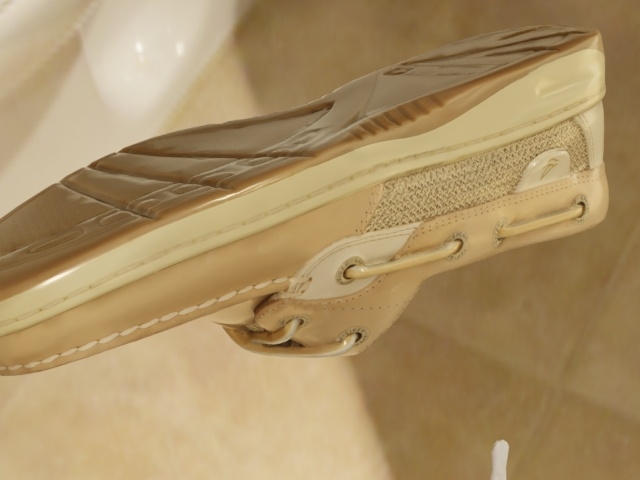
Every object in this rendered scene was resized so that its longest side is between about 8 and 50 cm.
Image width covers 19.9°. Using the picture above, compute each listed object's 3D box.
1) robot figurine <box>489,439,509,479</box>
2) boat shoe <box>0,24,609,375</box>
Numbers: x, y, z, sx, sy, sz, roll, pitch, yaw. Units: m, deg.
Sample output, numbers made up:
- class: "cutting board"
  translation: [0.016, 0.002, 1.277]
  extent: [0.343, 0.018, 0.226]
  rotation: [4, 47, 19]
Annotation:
- class: "robot figurine"
  translation: [0.092, 0.269, 0.791]
  extent: [0.199, 0.300, 0.353]
  rotation: [-18, 84, 26]
- class: "boat shoe"
  translation: [0.000, 0.000, 0.794]
  extent: [0.341, 0.110, 0.121]
  rotation: [-21, 19, -28]
